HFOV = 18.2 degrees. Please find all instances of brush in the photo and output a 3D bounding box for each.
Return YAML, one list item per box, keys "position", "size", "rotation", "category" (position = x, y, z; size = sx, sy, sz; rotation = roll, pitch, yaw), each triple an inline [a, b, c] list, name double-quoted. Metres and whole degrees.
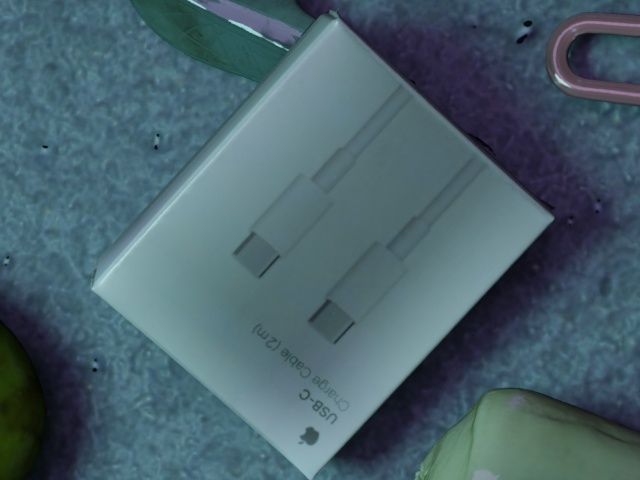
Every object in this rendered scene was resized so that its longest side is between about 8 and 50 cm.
- position: [0.272, -0.118, 1.379]
  size: [0.233, 0.047, 0.103]
  rotation: [6, 83, 13]
  category: "brush"

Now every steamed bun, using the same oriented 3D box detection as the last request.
- position: [0.165, 0.201, 1.315]
  size: [0.225, 0.170, 0.200]
  rotation: [21, 119, -2]
  category: "steamed bun"

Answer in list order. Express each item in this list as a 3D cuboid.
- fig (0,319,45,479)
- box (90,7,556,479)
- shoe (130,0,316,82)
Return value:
- position: [-0.315, 0.127, 1.414]
  size: [0.225, 0.203, 0.203]
  rotation: [-20, 75, 49]
  category: "fig"
- position: [0.000, 0.000, 1.360]
  size: [0.203, 0.106, 0.252]
  rotation: [42, 95, -10]
  category: "box"
- position: [-0.047, -0.166, 1.447]
  size: [0.195, 0.079, 0.078]
  rotation: [28, 64, 16]
  category: "shoe"
